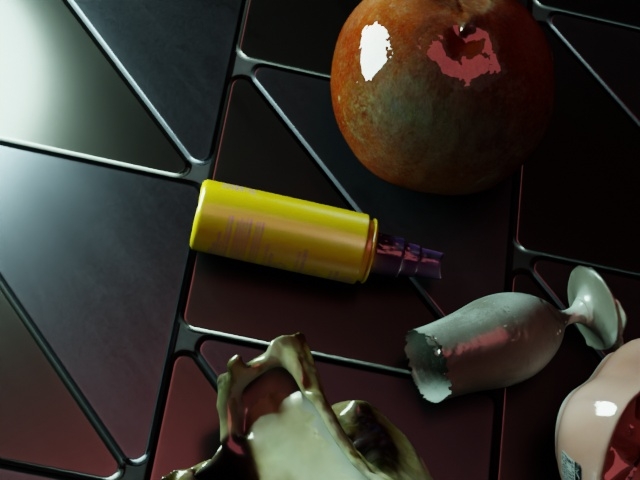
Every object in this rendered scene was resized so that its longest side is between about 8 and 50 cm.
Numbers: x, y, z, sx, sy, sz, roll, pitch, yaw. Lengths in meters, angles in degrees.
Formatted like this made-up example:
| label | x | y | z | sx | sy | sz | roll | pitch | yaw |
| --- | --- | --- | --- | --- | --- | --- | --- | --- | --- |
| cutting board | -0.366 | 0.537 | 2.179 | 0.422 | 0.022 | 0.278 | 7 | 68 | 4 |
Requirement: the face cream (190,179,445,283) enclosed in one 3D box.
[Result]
| label | x | y | z | sx | sy | sz | roll | pitch | yaw |
| --- | --- | --- | --- | --- | --- | --- | --- | --- | --- |
| face cream | 0.000 | 0.000 | 1.394 | 0.273 | 0.078 | 0.078 | 12 | 62 | -5 |

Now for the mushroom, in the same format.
| label | x | y | z | sx | sy | sz | roll | pitch | yaw |
| --- | --- | --- | --- | --- | --- | --- | --- | --- | --- |
| mushroom | -0.014 | 0.260 | 1.235 | 0.217 | 0.212 | 0.292 | -45 | 69 | 12 |

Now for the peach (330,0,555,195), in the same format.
| label | x | y | z | sx | sy | sz | roll | pitch | yaw |
| --- | --- | --- | --- | --- | --- | --- | --- | --- | --- |
| peach | 0.135 | -0.170 | 1.421 | 0.252 | 0.252 | 0.253 | 5 | 63 | -9 |

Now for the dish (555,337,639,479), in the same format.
| label | x | y | z | sx | sy | sz | roll | pitch | yaw |
| --- | --- | --- | --- | --- | --- | --- | --- | --- | --- |
| dish | 0.311 | 0.189 | 1.334 | 0.090 | 0.213 | 0.213 | 25 | 55 | 40 |

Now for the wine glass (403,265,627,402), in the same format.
| label | x | y | z | sx | sy | sz | roll | pitch | yaw |
| --- | --- | --- | --- | --- | --- | --- | --- | --- | --- |
| wine glass | 0.205 | 0.103 | 1.373 | 0.222 | 0.103 | 0.103 | -17 | 68 | -18 |
